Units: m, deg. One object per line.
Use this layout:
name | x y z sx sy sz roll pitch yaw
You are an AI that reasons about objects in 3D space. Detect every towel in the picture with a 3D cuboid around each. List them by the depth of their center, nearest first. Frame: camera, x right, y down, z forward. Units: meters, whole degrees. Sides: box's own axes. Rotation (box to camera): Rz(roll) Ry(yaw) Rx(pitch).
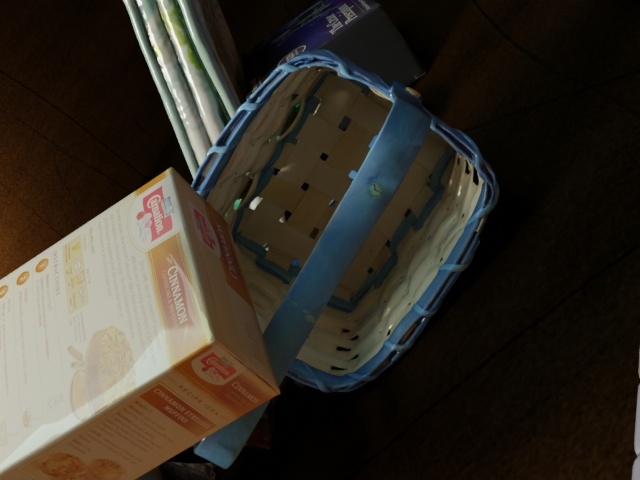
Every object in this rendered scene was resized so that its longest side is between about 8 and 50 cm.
towel | -0.134 -0.193 1.165 0.090 0.375 0.320 -18 22 4

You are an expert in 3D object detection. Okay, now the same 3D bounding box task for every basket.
basket | 0.000 0.000 0.658 0.255 0.201 0.289 -58 8 16

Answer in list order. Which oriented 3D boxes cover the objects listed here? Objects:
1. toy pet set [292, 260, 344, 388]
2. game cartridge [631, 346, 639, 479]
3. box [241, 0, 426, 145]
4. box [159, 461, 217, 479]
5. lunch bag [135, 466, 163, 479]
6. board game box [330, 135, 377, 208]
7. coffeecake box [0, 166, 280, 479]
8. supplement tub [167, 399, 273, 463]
toy pet set | -0.030 0.071 0.842 0.122 0.065 0.114 -23 36 59
game cartridge | 0.247 -0.006 0.275 0.355 0.068 0.230 -37 30 46
box | 0.004 -0.217 1.134 0.184 0.103 0.261 -37 21 8
box | -0.159 0.316 0.723 0.242 0.076 0.307 -56 18 -1
lunch bag | -0.246 0.233 0.687 0.262 0.160 0.223 -50 25 0
board game box | 0.051 -0.083 0.964 0.169 0.033 0.133 -46 14 12
coffeecake box | -0.131 0.067 0.538 0.185 0.068 0.142 -32 45 10
supplement tub | -0.096 0.089 0.803 0.106 0.106 0.198 -32 56 52
